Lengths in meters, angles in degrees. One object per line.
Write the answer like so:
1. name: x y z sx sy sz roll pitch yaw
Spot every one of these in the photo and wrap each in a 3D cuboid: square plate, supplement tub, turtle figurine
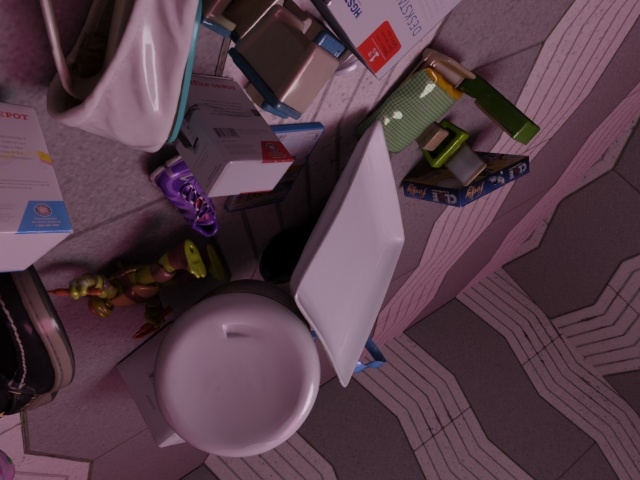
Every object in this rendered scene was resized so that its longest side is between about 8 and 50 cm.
1. square plate: 0.056 0.031 0.944 0.347 0.049 0.344 -64 153 -28
2. supplement tub: -0.127 0.187 0.909 0.236 0.235 0.325 -37 -177 -3
3. turtle figurine: -0.259 0.068 0.821 0.218 0.087 0.269 -23 154 10

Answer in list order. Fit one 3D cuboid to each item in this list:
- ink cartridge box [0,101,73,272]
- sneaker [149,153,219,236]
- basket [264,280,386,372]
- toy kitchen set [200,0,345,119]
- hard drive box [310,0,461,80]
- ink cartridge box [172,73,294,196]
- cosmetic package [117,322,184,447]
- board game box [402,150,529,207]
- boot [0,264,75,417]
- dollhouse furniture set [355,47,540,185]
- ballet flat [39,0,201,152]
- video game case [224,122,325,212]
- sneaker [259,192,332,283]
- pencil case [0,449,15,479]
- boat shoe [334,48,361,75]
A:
1. ink cartridge box: -0.294 -0.052 0.468 0.090 0.143 0.092 -30 166 31
2. sneaker: -0.168 -0.058 0.736 0.068 0.071 0.170 -35 158 -7
3. basket: 0.026 0.155 1.178 0.201 0.288 0.255 -35 162 7
4. toy kitchen set: -0.034 -0.170 0.584 0.122 0.166 0.207 -46 157 20
5. hard drive box: 0.098 -0.319 0.598 0.232 0.089 0.181 -42 158 12
6. ink cartridge box: -0.110 -0.119 0.614 0.099 0.135 0.056 -11 150 -48
7. cosmetic package: -0.244 0.314 1.211 0.155 0.196 0.365 -38 158 3
8. board game box: 0.331 -0.145 1.242 0.243 0.165 0.042 -25 116 -30
9. boot: -0.455 0.166 0.625 0.284 0.138 0.377 -19 166 -38
10. dollhouse furniture set: 0.235 -0.195 0.984 0.197 0.151 0.302 -48 156 25
11. ballet flat: -0.134 -0.223 0.399 0.139 0.139 0.400 -19 153 -41
12. video game case: -0.072 -0.113 0.854 0.119 0.015 0.166 -17 150 -44
13. sneaker: 0.000 0.000 1.085 0.267 0.101 0.106 -38 161 0
14. pencil case: -0.587 0.352 0.854 0.124 0.124 0.284 -29 158 -23
15. boat shoe: 0.052 -0.262 0.729 0.100 0.035 0.035 -36 132 7
